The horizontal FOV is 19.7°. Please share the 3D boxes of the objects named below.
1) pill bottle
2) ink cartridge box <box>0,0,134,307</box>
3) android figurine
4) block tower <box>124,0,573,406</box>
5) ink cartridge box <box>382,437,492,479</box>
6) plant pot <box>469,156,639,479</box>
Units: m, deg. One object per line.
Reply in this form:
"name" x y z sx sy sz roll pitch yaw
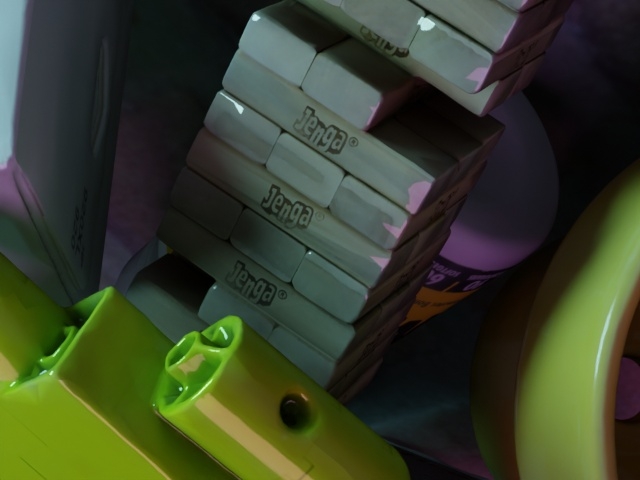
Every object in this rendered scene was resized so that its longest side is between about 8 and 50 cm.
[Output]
"pill bottle" 0.000 0.000 0.858 0.119 0.119 0.208 28 137 -26
"ink cartridge box" -0.204 -0.071 0.726 0.232 0.171 0.168 1 158 5
"android figurine" -0.068 0.104 0.698 0.273 0.056 0.248 42 143 -17
"block tower" 0.027 -0.070 0.681 0.097 0.091 0.335 34 117 11
"ink cartridge box" 0.020 0.175 0.928 0.207 0.117 0.283 19 -178 27
"plant pot" 0.181 0.072 0.804 0.254 0.254 0.239 19 173 -16
